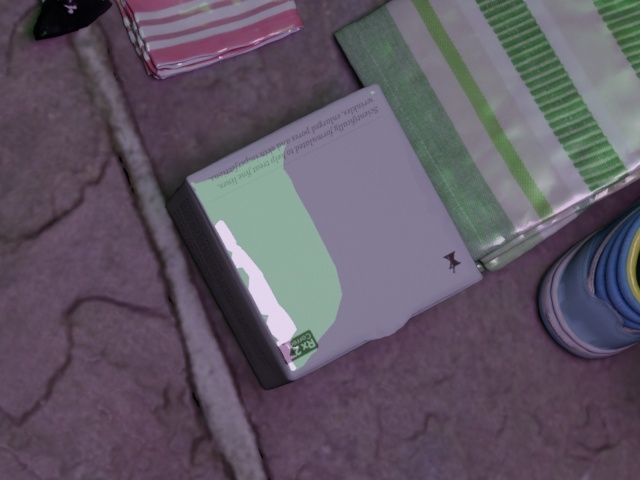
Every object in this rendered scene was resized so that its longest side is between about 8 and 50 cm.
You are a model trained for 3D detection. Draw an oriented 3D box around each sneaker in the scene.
[{"bbox_3d":[0.343,-0.022,1.259,0.319,0.208,0.127,-41,91,-17],"label":"sneaker"}]

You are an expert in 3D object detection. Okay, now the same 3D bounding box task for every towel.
[{"bbox_3d":[0.211,-0.150,1.273,0.325,0.038,0.248,-29,79,5],"label":"towel"},{"bbox_3d":[-0.113,-0.245,1.278,0.144,0.029,0.197,-22,86,-17],"label":"towel"}]

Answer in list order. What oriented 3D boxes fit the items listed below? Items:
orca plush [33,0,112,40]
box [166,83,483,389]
[{"bbox_3d":[-0.274,-0.295,1.208,0.151,0.102,0.287,-22,87,-16],"label":"orca plush"},{"bbox_3d":[0.000,0.000,1.218,0.181,0.119,0.182,-27,88,-17],"label":"box"}]
